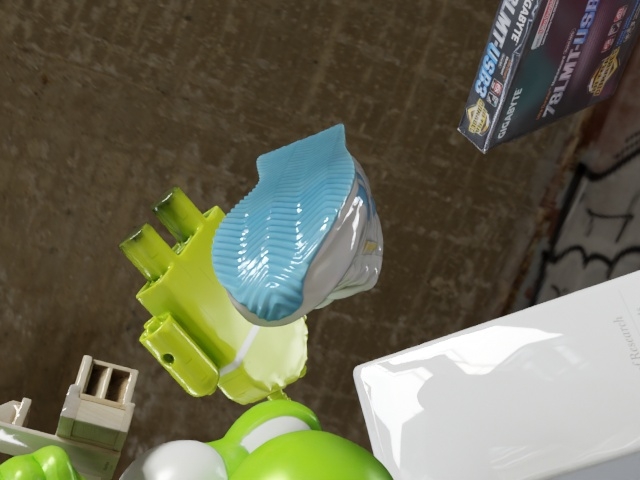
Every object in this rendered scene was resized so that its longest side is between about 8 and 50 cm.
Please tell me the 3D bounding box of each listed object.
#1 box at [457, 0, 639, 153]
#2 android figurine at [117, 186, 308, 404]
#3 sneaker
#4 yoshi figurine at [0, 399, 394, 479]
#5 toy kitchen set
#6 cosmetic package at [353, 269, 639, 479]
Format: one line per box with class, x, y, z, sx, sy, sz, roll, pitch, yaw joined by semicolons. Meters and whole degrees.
box;0.356;-0.294;1.376;0.293;0.073;0.295;-26;-33;-31
android figurine;-0.108;0.073;1.078;0.056;0.248;0.273;-29;-70;30
sneaker;0.000;0.000;0.573;0.087;0.228;0.092;-20;-73;14
yoshi figurine;-0.086;0.199;0.481;0.362;0.203;0.203;-37;-33;-41
toy kitchen set;-0.133;0.080;0.505;0.068;0.075;0.083;16;-40;-10
cosmetic package;0.285;0.155;0.874;0.453;0.161;0.230;-20;-36;8
